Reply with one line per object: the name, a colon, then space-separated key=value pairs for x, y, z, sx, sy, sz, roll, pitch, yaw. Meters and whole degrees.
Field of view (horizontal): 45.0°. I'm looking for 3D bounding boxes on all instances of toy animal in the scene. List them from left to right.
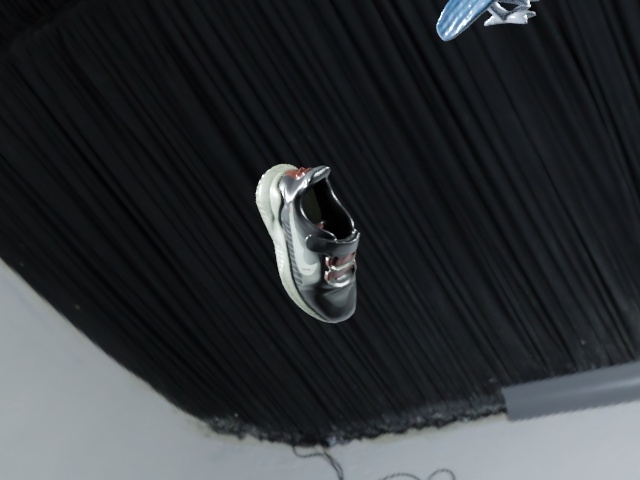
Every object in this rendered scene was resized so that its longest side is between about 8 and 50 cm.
toy animal: x=0.199 y=-0.320 z=0.821 sx=0.255 sy=0.176 sz=0.239 roll=1 pitch=49 yaw=16

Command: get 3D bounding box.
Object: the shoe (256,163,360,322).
shoe: x=0.000 y=0.000 z=1.017 sx=0.099 sy=0.228 sz=0.112 roll=-27 pitch=5 yaw=-37
